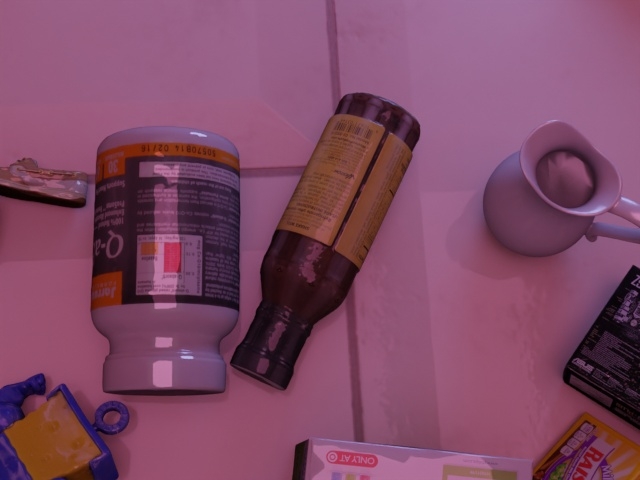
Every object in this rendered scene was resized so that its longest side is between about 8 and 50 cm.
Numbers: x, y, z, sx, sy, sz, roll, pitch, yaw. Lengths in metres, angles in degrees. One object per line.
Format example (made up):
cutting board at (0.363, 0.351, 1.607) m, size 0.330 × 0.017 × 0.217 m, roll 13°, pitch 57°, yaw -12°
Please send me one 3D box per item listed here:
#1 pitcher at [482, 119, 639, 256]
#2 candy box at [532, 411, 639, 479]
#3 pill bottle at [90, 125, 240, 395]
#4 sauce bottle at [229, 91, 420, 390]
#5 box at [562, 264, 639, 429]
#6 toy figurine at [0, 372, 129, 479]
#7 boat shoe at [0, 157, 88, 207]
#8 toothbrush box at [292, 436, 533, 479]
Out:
pitcher at (0.276, -0.037, 1.147) m, size 0.178 × 0.207 × 0.125 m, roll 37°, pitch 78°, yaw 3°
candy box at (0.269, 0.292, 1.138) m, size 0.206 × 0.027 × 0.105 m, roll -45°, pitch 41°, yaw -11°
pill bottle at (-0.169, 0.027, 1.127) m, size 0.162 × 0.162 × 0.278 m, roll 0°, pitch 78°, yaw -4°
sauce bottle at (0.000, 0.000, 1.170) m, size 0.111 × 0.111 × 0.344 m, roll 27°, pitch 77°, yaw 2°
box at (0.390, 0.140, 1.162) m, size 0.180 × 0.077 × 0.147 m, roll 32°, pitch 78°, yaw 20°
toy figurine at (-0.280, 0.231, 1.054) m, size 0.217 × 0.191 × 0.362 m, roll -26°, pitch 54°, yaw -29°
boat shoe at (-0.337, -0.072, 1.196) m, size 0.135 × 0.050 × 0.045 m, roll 12°, pitch 74°, yaw -12°
toothbrush box at (0.075, 0.269, 1.031) m, size 0.206 × 0.283 × 0.122 m, roll 6°, pitch 78°, yaw -2°
